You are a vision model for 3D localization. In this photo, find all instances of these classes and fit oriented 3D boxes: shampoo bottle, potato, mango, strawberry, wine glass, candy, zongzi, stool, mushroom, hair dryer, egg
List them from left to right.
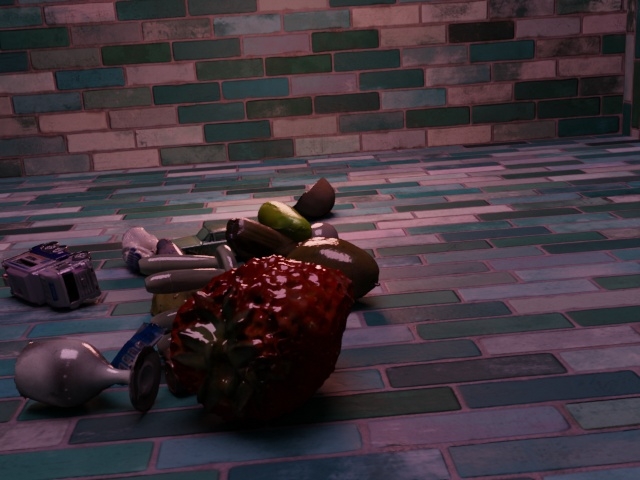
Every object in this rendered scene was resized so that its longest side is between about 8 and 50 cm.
[{"bbox_3d":[-0.414,0.238,1.390,0.241,0.126,0.126,3,17,14],"label":"wine glass"},{"bbox_3d":[-0.365,0.216,1.527,0.088,0.038,0.136,13,61,52],"label":"candy"},{"bbox_3d":[-0.378,0.059,2.039,0.072,0.072,0.214,-11,31,-26],"label":"shampoo bottle"},{"bbox_3d":[-0.260,0.234,1.498,0.117,0.064,0.182,-12,12,-31],"label":"hair dryer"},{"bbox_3d":[-0.272,0.117,1.660,0.199,0.195,0.195,-9,17,-15],"label":"stool"},{"bbox_3d":[-0.272,0.110,1.845,0.272,0.111,0.160,-5,14,-9],"label":"potato"},{"bbox_3d":[-0.109,0.023,1.988,0.242,0.112,0.221,8,-18,23],"label":"zongzi"},{"bbox_3d":[-0.067,0.161,1.358,0.312,0.267,0.351,-29,-13,24],"label":"strawberry"},{"bbox_3d":[-0.096,-0.039,2.140,0.125,0.111,0.233,33,-5,-38],"label":"mango"},{"bbox_3d":[-0.013,-0.135,2.660,0.117,0.141,0.188,36,32,10],"label":"mushroom"},{"bbox_3d":[0.000,0.000,2.182,0.103,0.103,0.135,0,15,11],"label":"egg"},{"bbox_3d":[0.032,0.068,1.844,0.251,0.159,0.174,18,49,34],"label":"potato"}]

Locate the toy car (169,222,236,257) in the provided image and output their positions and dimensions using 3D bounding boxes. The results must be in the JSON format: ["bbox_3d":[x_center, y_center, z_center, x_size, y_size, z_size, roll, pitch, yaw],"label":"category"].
[{"bbox_3d":[-0.285,0.004,2.246,0.321,0.097,0.141,-8,16,-18],"label":"toy car"}]

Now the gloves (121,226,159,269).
[{"bbox_3d":[-0.497,0.032,2.192,0.119,0.097,0.229,-31,27,-12],"label":"gloves"}]

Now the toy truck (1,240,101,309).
[{"bbox_3d":[-0.682,0.095,1.973,0.155,0.124,0.268,-26,24,-38],"label":"toy truck"}]
